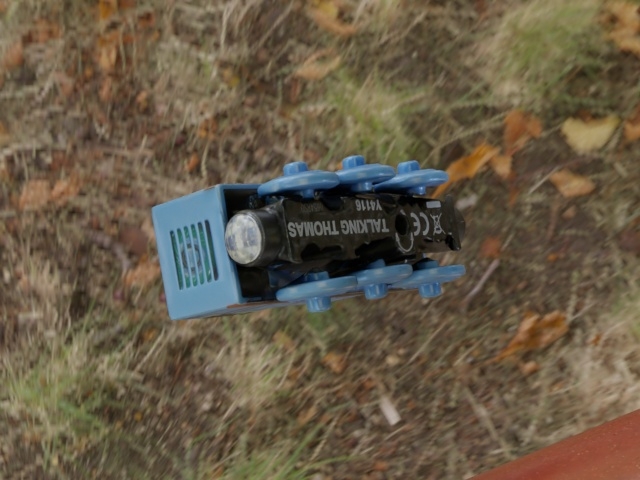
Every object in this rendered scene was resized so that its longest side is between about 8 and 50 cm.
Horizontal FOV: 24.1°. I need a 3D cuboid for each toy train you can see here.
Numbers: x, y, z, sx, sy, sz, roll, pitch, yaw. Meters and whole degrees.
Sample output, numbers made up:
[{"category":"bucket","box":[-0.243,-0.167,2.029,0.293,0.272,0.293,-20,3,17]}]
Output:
[{"category":"toy train","box":[0.000,0.000,0.814,0.184,0.105,0.080,-4,83,-51]}]

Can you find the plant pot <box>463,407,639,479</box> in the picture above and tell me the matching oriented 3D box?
[{"category":"plant pot","box":[0.144,0.203,0.704,0.265,0.272,0.273,-17,79,2]}]
